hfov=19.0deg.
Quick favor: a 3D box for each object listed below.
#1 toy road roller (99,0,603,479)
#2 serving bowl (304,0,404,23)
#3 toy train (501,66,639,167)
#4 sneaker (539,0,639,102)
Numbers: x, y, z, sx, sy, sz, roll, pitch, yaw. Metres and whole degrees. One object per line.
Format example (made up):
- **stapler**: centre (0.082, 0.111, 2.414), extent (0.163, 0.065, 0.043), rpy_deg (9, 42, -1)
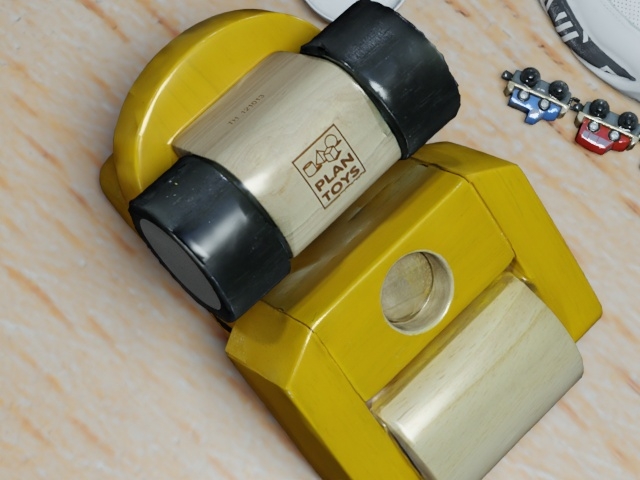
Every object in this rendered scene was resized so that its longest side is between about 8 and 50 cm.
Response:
- **toy road roller**: centre (0.000, 0.000, 1.236), extent (0.202, 0.240, 0.329), rpy_deg (-43, 119, -14)
- **serving bowl**: centre (0.023, -0.186, 1.350), extent (0.083, 0.027, 0.083), rpy_deg (1, 75, -4)
- **toy train**: centre (0.196, -0.077, 1.334), extent (0.158, 0.027, 0.036), rpy_deg (25, 85, 3)
- **sneaker**: centre (0.201, -0.261, 1.289), extent (0.137, 0.210, 0.366), rpy_deg (-26, 78, -10)
